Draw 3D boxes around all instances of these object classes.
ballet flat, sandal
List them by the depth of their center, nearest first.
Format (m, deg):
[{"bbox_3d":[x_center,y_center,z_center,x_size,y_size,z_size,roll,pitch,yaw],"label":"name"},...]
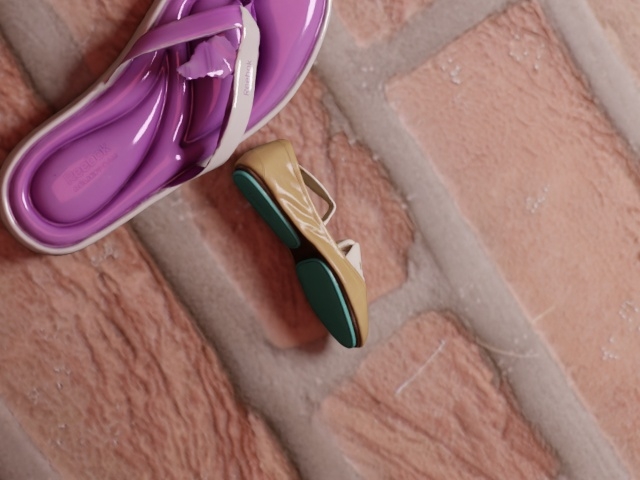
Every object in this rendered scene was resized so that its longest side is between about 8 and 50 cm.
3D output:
[{"bbox_3d":[-0.133,-0.137,1.537,0.169,0.102,0.416,44,83,-16],"label":"sandal"},{"bbox_3d":[0.000,0.000,1.606,0.073,0.080,0.232,-38,106,-25],"label":"ballet flat"}]
